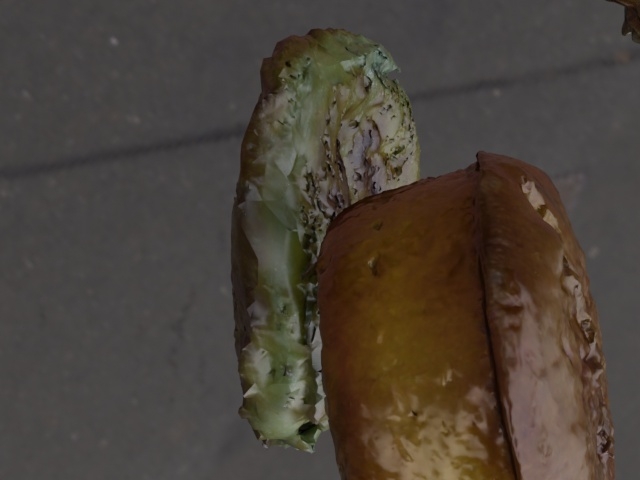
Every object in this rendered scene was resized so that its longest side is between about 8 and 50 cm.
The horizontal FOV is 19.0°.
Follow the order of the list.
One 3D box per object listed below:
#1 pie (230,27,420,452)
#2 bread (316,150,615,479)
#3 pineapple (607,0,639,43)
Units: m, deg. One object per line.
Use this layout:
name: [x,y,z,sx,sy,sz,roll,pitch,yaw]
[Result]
pie: [0.000,0.000,1.515,0.288,0.103,0.355,-64,157,-49]
bread: [0.101,0.090,1.245,0.172,0.312,0.312,-9,145,10]
pineapple: [0.226,-0.158,1.029,0.166,0.166,0.193,-43,151,-4]
